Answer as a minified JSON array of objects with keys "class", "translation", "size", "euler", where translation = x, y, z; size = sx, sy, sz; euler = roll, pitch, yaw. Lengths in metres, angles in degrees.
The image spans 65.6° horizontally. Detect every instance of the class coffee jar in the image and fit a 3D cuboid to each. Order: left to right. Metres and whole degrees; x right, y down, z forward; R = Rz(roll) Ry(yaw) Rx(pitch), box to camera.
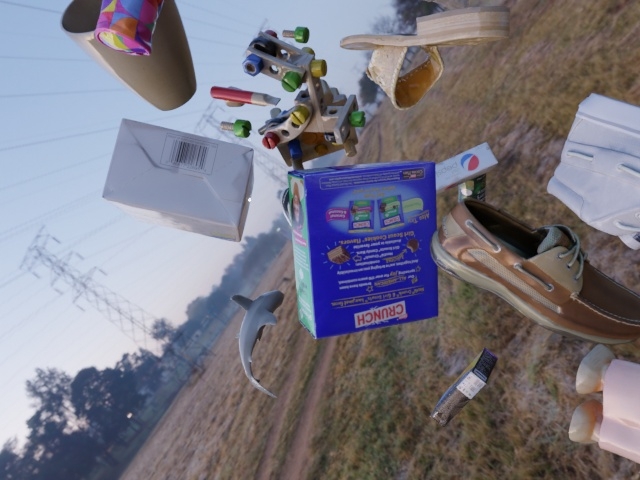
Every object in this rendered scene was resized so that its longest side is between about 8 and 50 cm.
[{"class":"coffee jar","translation":[0.487,-0.169,1.597],"size":[0.096,0.079,0.184],"euler":[-40,-47,-40]}]

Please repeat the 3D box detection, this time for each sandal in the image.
[{"class":"sandal","translation":[0.088,-0.172,0.501],"size":[0.088,0.079,0.240],"euler":[-10,17,-23]}]

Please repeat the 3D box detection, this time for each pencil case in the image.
[{"class":"pencil case","translation":[-0.318,-0.447,0.879],"size":[0.104,0.105,0.236],"euler":[152,133,-81]}]

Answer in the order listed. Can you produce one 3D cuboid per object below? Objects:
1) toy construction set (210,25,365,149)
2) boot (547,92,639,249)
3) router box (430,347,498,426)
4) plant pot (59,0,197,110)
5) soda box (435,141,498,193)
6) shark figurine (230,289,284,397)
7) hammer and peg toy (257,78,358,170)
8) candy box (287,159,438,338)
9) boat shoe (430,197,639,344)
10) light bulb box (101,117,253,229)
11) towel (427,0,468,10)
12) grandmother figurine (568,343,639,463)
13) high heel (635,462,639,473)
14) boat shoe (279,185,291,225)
[{"class":"toy construction set","translation":[-0.039,-0.290,1.018],"size":[0.309,0.237,0.257],"euler":[-43,-38,-56]},{"class":"boot","translation":[0.329,-0.042,0.452],"size":[0.258,0.095,0.123],"euler":[-128,47,-54]},{"class":"router box","translation":[0.354,0.361,1.223],"size":[0.133,0.046,0.178],"euler":[-25,-30,-56]},{"class":"plant pot","translation":[-0.415,-0.456,1.188],"size":[0.256,0.257,0.274],"euler":[-54,-34,-18]},{"class":"soda box","translation":[0.397,-0.203,1.448],"size":[0.216,0.073,0.069],"euler":[-24,-11,2]},{"class":"shark figurine","translation":[-0.148,0.236,1.242],"size":[0.116,0.166,0.278],"euler":[-9,60,36]},{"class":"hammer and peg toy","translation":[-0.037,-0.354,1.504],"size":[0.266,0.127,0.361],"euler":[-18,-23,7]},{"class":"candy box","translation":[0.087,0.011,0.984],"size":[0.122,0.268,0.317],"euler":[-149,53,-70]},{"class":"boat shoe","translation":[0.325,0.039,0.729],"size":[0.122,0.324,0.119],"euler":[-53,-17,-47]},{"class":"light bulb box","translation":[-0.384,-0.153,1.446],"size":[0.361,0.358,0.225],"euler":[143,139,-80]},{"class":"towel","translation":[0.249,-0.680,1.167],"size":[0.049,0.187,0.282],"euler":[-26,67,59]},{"class":"grandmother figurine","translation":[0.419,0.193,0.444],"size":[0.104,0.207,0.342],"euler":[-17,21,-38]},{"class":"high heel","translation":[0.739,0.303,0.932],"size":[0.127,0.181,0.377],"euler":[-26,-54,-64]},{"class":"boat shoe","translation":[0.000,0.000,1.222],"size":[0.114,0.302,0.091],"euler":[-39,16,-6]}]
